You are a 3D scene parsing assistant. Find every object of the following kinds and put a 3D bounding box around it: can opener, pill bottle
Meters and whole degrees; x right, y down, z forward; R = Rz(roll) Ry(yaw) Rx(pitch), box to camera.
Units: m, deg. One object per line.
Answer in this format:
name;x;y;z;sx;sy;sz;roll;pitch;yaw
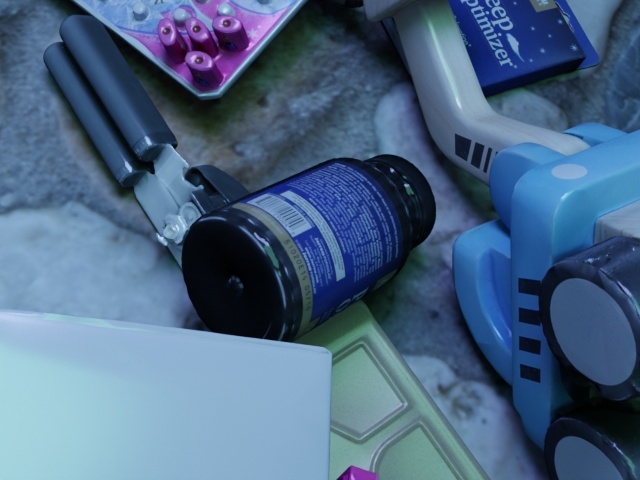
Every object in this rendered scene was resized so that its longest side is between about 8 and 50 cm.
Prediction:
can opener;-0.158;-0.086;0.830;0.280;0.074;0.093;53;34;11
pill bottle;0.000;0.000;0.760;0.219;0.123;0.123;-27;74;-43

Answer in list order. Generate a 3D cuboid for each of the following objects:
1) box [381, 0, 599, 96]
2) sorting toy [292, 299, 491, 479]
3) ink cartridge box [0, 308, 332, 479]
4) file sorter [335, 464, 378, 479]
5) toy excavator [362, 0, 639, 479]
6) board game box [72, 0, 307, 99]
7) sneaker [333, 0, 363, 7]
box;0.189;-0.228;0.966;0.225;0.036;0.136;-19;72;-19
sorting toy;-0.026;0.217;0.740;0.307;0.041;0.229;-31;80;-20
ink cartridge box;-0.136;0.175;0.546;0.197;0.270;0.198;10;69;-22
file sorter;0.047;0.331;0.554;0.182;0.202;0.291;18;54;-9
toy excavator;0.192;-0.035;0.785;0.222;0.433;0.445;-21;30;-24
board game box;-0.128;-0.392;0.875;0.390;0.050;0.390;38;81;12
sneaker;-0.068;-0.310;0.925;0.271;0.100;0.108;34;75;11
